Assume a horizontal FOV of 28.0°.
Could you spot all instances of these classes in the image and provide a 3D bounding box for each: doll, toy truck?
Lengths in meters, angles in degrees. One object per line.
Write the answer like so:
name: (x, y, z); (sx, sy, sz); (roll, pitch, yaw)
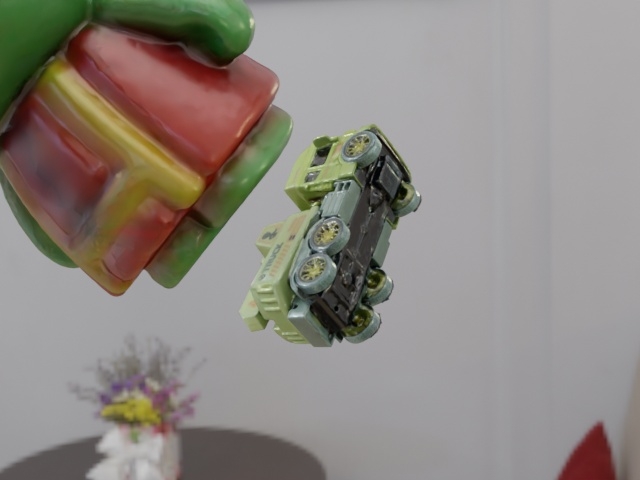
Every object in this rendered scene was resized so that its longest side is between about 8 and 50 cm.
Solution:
doll: (-0.181, -0.123, 0.591); (0.182, 0.363, 0.160); (-47, -1, 43)
toy truck: (0.000, 0.000, 0.937); (0.100, 0.077, 0.169); (-7, 49, 35)
